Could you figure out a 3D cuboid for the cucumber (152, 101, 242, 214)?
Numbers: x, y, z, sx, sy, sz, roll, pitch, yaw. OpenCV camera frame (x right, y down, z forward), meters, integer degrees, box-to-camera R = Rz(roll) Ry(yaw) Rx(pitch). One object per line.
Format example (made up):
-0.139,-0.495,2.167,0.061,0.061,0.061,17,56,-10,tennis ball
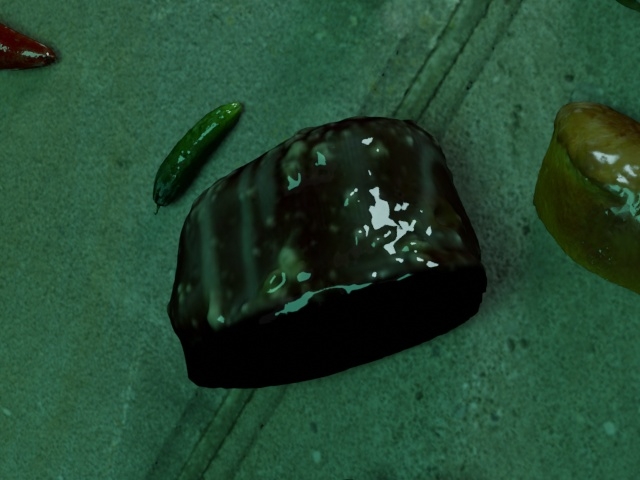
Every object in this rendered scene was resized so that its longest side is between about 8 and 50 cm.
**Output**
-0.144,-0.093,1.766,0.039,0.039,0.168,50,115,19,cucumber

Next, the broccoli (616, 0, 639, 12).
0.326,-0.199,1.423,0.165,0.145,0.304,-52,55,19,broccoli

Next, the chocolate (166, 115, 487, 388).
0.000,0.000,1.585,0.340,0.225,0.210,-24,68,30,chocolate

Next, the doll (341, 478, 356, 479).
0.083,0.317,1.608,0.275,0.113,0.155,-1,90,33,doll

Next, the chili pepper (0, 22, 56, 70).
-0.425,-0.254,1.921,0.272,0.063,0.071,29,120,24,chili pepper

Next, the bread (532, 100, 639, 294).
0.287,-0.027,1.446,0.260,0.134,0.129,33,110,26,bread
